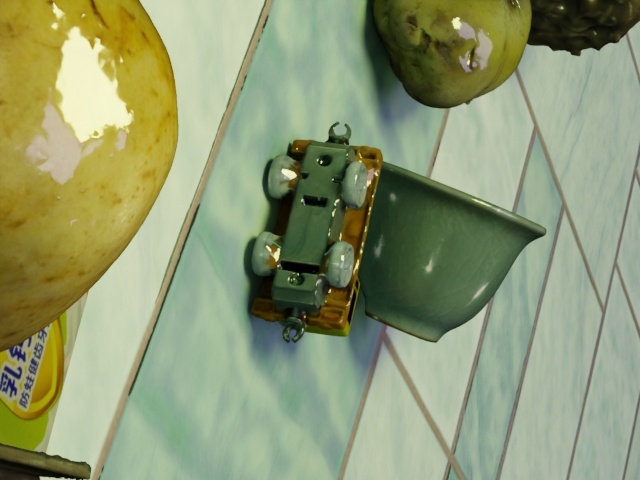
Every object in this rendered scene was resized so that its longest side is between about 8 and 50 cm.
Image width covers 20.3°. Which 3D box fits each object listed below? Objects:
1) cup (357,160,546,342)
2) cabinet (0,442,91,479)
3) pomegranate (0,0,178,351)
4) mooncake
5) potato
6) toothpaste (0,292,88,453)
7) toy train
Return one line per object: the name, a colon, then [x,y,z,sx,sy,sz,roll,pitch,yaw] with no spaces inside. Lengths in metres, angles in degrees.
cup: [0.107,0.020,1.793,0.199,0.199,0.150,20,93,-65]
cabinet: [-0.255,0.181,0.913,0.148,0.215,0.175,32,64,-63]
pomegranate: [-0.201,-0.059,0.963,0.260,0.260,0.260,3,90,-66]
mooncake: [0.283,-0.316,2.058,0.124,0.228,0.228,-64,148,-29]
potato: [0.137,-0.224,1.844,0.200,0.137,0.155,-46,133,-54]
toothpaste: [-0.202,-0.013,1.183,0.110,0.077,0.328,51,47,-59]
toy train: [0.000,0.000,1.630,0.127,0.089,0.219,65,34,-64]
